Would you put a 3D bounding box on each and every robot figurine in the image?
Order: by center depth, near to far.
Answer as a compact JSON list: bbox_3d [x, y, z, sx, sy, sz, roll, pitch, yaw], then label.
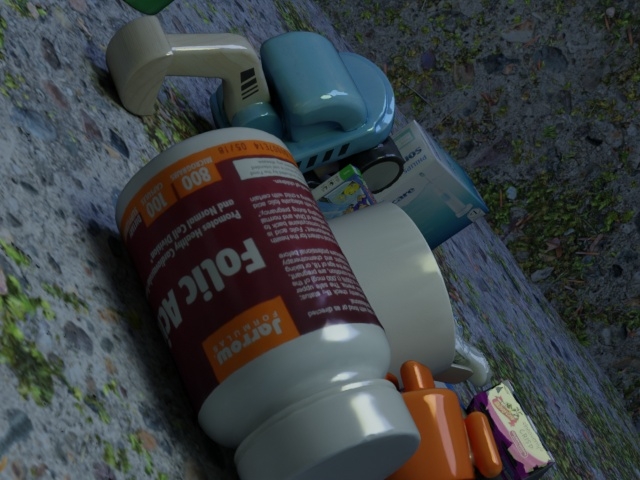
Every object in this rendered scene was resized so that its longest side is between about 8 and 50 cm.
[{"bbox_3d":[0.113,0.251,1.321,0.128,0.158,0.219,135,-52,-62],"label":"robot figurine"}]

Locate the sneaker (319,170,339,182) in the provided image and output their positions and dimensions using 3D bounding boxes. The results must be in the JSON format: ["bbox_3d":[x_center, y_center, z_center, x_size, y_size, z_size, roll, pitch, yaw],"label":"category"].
[{"bbox_3d":[-0.013,-0.186,2.078,0.217,0.121,0.079,30,3,6],"label":"sneaker"}]

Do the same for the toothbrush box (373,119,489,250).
[{"bbox_3d":[0.206,-0.103,2.541,0.295,0.216,0.126,33,26,-53],"label":"toothbrush box"}]

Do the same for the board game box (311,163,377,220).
[{"bbox_3d":[0.000,0.000,1.689,0.136,0.201,0.035,61,16,23],"label":"board game box"}]

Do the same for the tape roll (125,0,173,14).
[{"bbox_3d":[-0.357,-0.543,1.993,0.321,0.077,0.321,50,16,-20],"label":"tape roll"}]

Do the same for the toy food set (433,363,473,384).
[{"bbox_3d":[0.098,0.094,1.820,0.220,0.092,0.306,14,33,-27],"label":"toy food set"}]

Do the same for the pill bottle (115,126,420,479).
[{"bbox_3d":[-0.060,0.089,1.265,0.224,0.224,0.392,29,29,-59],"label":"pill bottle"}]

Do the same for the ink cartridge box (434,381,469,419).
[{"bbox_3d":[0.177,0.296,1.848,0.134,0.078,0.231,61,15,22],"label":"ink cartridge box"}]

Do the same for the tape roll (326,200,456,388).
[{"bbox_3d":[0.047,0.087,1.507,0.246,0.169,0.246,161,-90,-74],"label":"tape roll"}]

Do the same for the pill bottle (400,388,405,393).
[{"bbox_3d":[0.078,0.270,1.505,0.121,0.121,0.221,55,15,-1],"label":"pill bottle"}]

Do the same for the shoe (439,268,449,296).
[{"bbox_3d":[0.223,0.065,2.538,0.178,0.063,0.081,53,12,-31],"label":"shoe"}]

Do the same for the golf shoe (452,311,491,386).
[{"bbox_3d":[0.281,0.233,2.385,0.086,0.069,0.176,-15,67,-53],"label":"golf shoe"}]

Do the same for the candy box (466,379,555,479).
[{"bbox_3d":[0.311,0.351,1.970,0.159,0.071,0.233,61,-14,20],"label":"candy box"}]

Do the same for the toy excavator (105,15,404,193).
[{"bbox_3d":[-0.090,-0.228,1.790,0.445,0.433,0.222,86,-19,-59],"label":"toy excavator"}]
